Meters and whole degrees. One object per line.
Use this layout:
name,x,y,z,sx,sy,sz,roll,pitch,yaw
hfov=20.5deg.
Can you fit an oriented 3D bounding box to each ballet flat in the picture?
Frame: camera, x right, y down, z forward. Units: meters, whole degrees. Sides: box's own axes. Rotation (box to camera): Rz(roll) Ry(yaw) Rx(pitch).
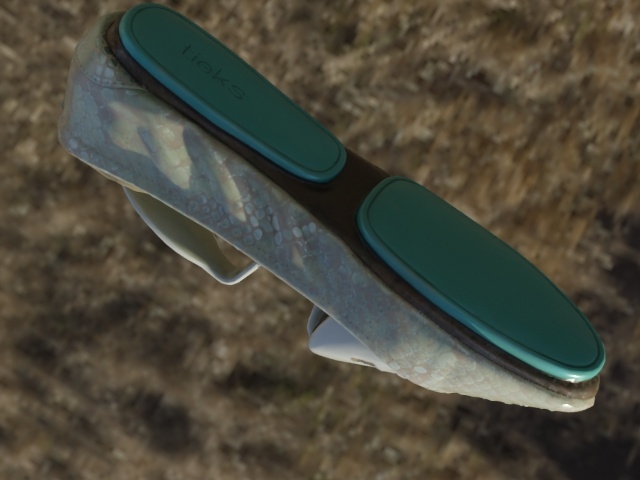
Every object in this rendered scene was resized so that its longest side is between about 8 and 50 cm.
ballet flat,0.000,0.000,0.481,0.168,0.057,0.052,38,122,8
